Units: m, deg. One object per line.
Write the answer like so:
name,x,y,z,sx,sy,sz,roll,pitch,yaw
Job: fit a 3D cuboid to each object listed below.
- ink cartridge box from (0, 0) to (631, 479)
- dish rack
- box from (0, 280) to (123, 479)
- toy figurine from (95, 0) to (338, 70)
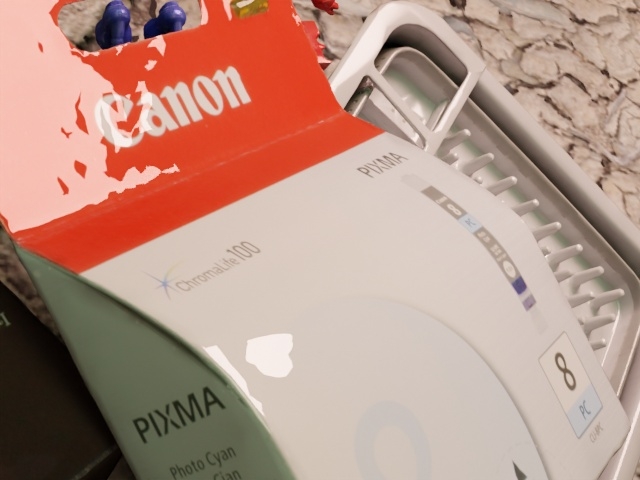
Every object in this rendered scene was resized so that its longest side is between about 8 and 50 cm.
ink cartridge box,0.000,0.000,0.656,0.308,0.091,0.385,-30,94,-56
dish rack,0.093,0.034,0.869,0.333,0.072,0.286,43,51,-17
box,-0.285,0.035,0.624,0.381,0.191,0.143,42,45,8
toy figurine,-0.105,-0.081,0.839,0.362,0.191,0.217,-5,62,-34
